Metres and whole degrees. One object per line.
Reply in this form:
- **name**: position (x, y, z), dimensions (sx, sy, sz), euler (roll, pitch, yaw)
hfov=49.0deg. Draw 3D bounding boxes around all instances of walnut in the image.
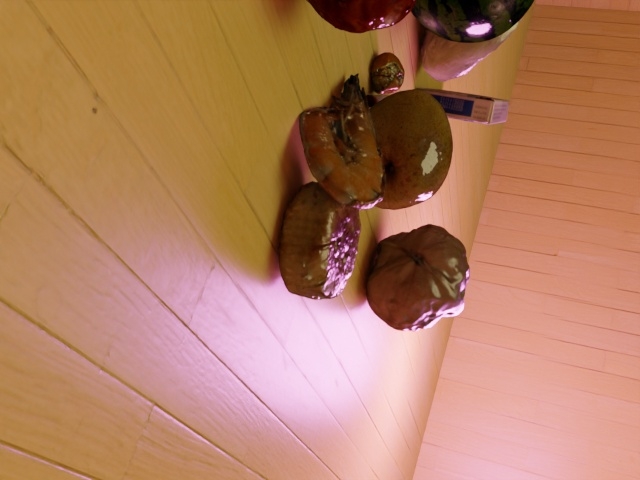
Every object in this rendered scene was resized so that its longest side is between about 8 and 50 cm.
- **walnut**: position (0.231, 0.089, 1.646), dimensions (0.273, 0.227, 0.273), euler (11, 90, -77)

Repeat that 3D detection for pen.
- **pen**: position (0.131, -0.290, 1.457), dimensions (0.218, 0.026, 0.026), euler (-28, 126, -66)

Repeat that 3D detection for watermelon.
- **watermelon**: position (0.304, -0.543, 1.411), dimensions (0.285, 0.285, 0.285), euler (11, 90, -71)

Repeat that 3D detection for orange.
- **orange**: position (0.136, -0.331, 1.394), dimensions (0.086, 0.062, 0.086), euler (10, 90, -74)

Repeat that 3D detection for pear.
- **pear**: position (0.156, -0.168, 1.339), dimensions (0.211, 0.189, 0.228), euler (-67, 165, -56)

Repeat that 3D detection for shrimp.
- **shrimp**: position (0.032, -0.178, 1.134), dimensions (0.164, 0.062, 0.316), euler (30, 42, -31)

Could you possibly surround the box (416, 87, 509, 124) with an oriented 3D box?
- **box**: position (0.385, -0.361, 1.875), dimensions (0.343, 0.200, 0.065), euler (-26, 127, -66)

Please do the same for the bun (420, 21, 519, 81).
- **bun**: position (0.349, -0.513, 1.650), dimensions (0.146, 0.287, 0.287), euler (46, 45, -18)

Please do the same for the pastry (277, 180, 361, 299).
- **pastry**: position (0.000, 0.000, 1.137), dimensions (0.182, 0.093, 0.192), euler (21, 77, -66)

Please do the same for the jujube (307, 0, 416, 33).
- **jujube**: position (0.044, -0.415, 0.892), dimensions (0.197, 0.197, 0.290), euler (-43, 125, -60)
